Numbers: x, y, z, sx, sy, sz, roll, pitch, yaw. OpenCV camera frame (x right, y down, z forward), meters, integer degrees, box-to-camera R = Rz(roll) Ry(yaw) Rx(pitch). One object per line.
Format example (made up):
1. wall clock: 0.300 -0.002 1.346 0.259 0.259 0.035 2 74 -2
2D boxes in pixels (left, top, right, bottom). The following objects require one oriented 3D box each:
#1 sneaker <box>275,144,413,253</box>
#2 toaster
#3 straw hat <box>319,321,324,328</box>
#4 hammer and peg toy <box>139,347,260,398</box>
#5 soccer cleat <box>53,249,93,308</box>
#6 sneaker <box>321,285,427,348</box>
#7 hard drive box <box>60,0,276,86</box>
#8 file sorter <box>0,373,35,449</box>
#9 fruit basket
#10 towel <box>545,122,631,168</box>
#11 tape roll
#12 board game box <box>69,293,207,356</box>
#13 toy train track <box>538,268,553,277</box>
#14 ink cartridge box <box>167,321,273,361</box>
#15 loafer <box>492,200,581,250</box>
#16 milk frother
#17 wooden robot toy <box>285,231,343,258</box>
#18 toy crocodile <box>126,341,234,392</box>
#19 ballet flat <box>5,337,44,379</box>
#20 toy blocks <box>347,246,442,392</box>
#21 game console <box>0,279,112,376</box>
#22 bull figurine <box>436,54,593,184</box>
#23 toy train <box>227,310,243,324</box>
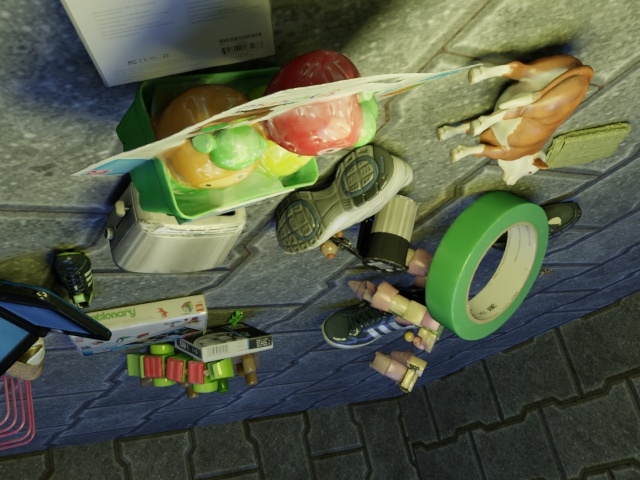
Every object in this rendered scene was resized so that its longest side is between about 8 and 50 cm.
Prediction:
1. sneaker: 0.040 -0.056 1.190 0.297 0.111 0.129 -29 161 36
2. toaster: -0.212 -0.030 1.058 0.227 0.129 0.146 0 152 -30
3. straw hat: 0.071 0.280 2.106 0.144 0.061 0.144 -12 158 -5
4. hammer and peg toy: -0.356 0.380 1.991 0.361 0.127 0.266 -11 159 -9
5. soccer cleat: -0.445 0.073 1.242 0.060 0.072 0.179 -10 158 -12
6. sneaker: 0.173 0.199 1.901 0.350 0.131 0.148 -15 153 -13
7. hard drive box: -0.141 -0.252 0.599 0.181 0.089 0.232 -13 159 -5
8. file sorter: -0.817 0.396 1.642 0.182 0.202 0.290 -10 159 -14
9. fruit basket: -0.046 -0.118 0.745 0.353 0.165 0.327 -4 -168 41
10. towel: 0.498 -0.178 1.276 0.148 0.027 0.110 -11 158 -4
11. tape roll: 0.358 0.055 1.442 0.321 0.077 0.321 -25 130 -34
12. board game box: -0.424 0.203 1.605 0.305 0.053 0.193 -9 160 -15
13. toy train track: 0.709 0.098 2.123 0.048 0.014 0.083 -37 156 31
14. ink cartridge box: -0.266 0.258 1.773 0.206 0.045 0.208 -6 -171 -38
15. loafer: 0.491 -0.031 1.571 0.223 0.076 0.078 -25 164 35
16. milk frother: 0.100 -0.023 1.272 0.129 0.134 0.143 1 158 35
17. wooden robot toy: 0.000 0.000 1.334 0.173 0.079 0.076 -25 157 24
18. toy crocodile: -0.374 0.333 1.784 0.340 0.115 0.105 1 -178 23
19. ballet flat: -0.667 0.230 1.465 0.106 0.107 0.316 -30 158 2
20. toy blocks: 0.167 0.166 1.634 0.260 0.309 0.288 25 174 14
21. game console: -0.581 0.194 1.275 0.250 0.173 0.293 8 159 12
22. bull figurine: 0.294 -0.178 1.043 0.188 0.101 0.310 -9 159 -8
23. toy train: -0.225 0.204 1.790 0.024 0.017 0.083 7 152 -23
